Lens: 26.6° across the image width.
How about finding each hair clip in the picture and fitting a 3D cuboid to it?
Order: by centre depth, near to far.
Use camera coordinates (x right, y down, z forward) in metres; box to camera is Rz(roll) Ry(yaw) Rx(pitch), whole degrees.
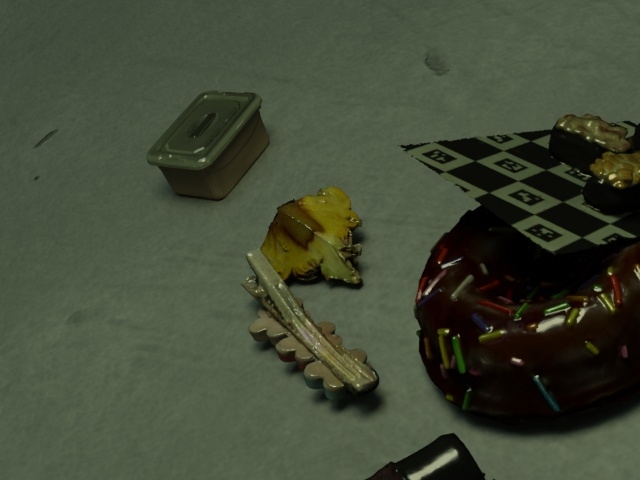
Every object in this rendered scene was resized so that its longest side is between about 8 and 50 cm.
[{"bbox_3d":[-0.015,0.083,1.176,0.062,0.056,0.214,-21,42,-22],"label":"hair clip"}]

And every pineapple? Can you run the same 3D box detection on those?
[{"bbox_3d":[0.000,0.000,1.253,0.114,0.077,0.114,-43,53,-17],"label":"pineapple"}]

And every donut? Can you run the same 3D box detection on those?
[{"bbox_3d":[0.172,0.039,1.080,0.216,0.096,0.230,-18,38,10],"label":"donut"}]

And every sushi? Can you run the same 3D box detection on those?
[{"bbox_3d":[0.230,-0.068,1.098,0.279,0.043,0.192,-8,32,-34],"label":"sushi"}]

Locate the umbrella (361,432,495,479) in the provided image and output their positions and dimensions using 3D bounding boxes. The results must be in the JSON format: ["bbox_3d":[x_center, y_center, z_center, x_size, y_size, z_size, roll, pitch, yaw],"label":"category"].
[{"bbox_3d":[-0.022,0.238,0.952,0.326,0.090,0.094,-31,15,-8],"label":"umbrella"}]

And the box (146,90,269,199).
[{"bbox_3d":[-0.115,-0.100,1.444,0.089,0.062,0.122,8,46,36],"label":"box"}]
